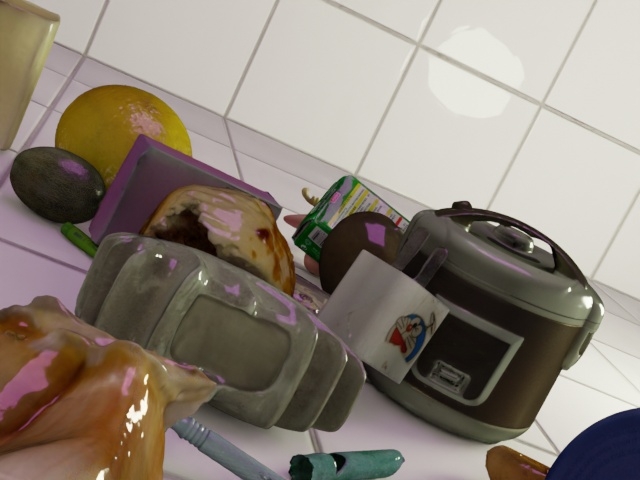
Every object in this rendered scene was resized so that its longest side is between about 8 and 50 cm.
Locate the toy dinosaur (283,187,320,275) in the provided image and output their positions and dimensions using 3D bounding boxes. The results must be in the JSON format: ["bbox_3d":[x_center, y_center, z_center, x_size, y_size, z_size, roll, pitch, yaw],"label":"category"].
[{"bbox_3d":[-0.004,0.004,2.146,0.177,0.152,0.194,-21,64,-43],"label":"toy dinosaur"}]

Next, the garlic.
[{"bbox_3d":[-0.232,0.172,0.705,0.286,0.249,0.313,41,31,-5],"label":"garlic"}]

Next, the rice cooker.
[{"bbox_3d":[0.255,0.120,1.626,0.335,0.325,0.335,25,12,-5],"label":"rice cooker"}]

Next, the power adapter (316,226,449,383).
[{"bbox_3d":[0.106,0.079,1.459,0.125,0.205,0.130,32,-2,45],"label":"power adapter"}]

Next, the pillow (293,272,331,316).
[{"bbox_3d":[-0.078,0.074,1.781,0.255,0.059,0.169,34,14,28],"label":"pillow"}]

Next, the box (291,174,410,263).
[{"bbox_3d":[0.087,0.006,2.042,0.250,0.103,0.180,40,51,-2],"label":"box"}]

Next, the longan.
[{"bbox_3d":[0.093,0.056,1.864,0.220,0.196,0.196,46,5,-20],"label":"longan"}]

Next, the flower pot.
[{"bbox_3d":[-0.116,0.117,1.273,0.367,0.165,0.254,26,-1,-19],"label":"flower pot"}]

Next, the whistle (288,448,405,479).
[{"bbox_3d":[0.036,0.272,1.229,0.039,0.039,0.186,35,15,38],"label":"whistle"}]

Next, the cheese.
[{"bbox_3d":[-0.629,-0.328,1.848,0.242,0.265,0.124,24,14,-8],"label":"cheese"}]

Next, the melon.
[{"bbox_3d":[-0.415,-0.087,1.635,0.167,0.114,0.114,23,12,0],"label":"melon"}]

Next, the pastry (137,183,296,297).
[{"bbox_3d":[-0.144,0.007,1.477,0.236,0.170,0.256,24,-31,-17],"label":"pastry"}]

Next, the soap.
[{"bbox_3d":[-0.214,-0.036,1.624,0.259,0.181,0.081,24,11,-31],"label":"soap"}]

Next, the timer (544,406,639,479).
[{"bbox_3d":[0.462,0.389,1.231,0.383,0.270,0.270,36,3,-38],"label":"timer"}]

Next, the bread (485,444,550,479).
[{"bbox_3d":[0.306,0.344,1.390,0.189,0.077,0.114,28,-8,15],"label":"bread"}]

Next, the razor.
[{"bbox_3d":[-0.074,0.238,1.067,0.232,0.106,0.068,34,12,-6],"label":"razor"}]

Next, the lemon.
[{"bbox_3d":[-0.343,-0.153,1.795,0.263,0.236,0.236,47,15,6],"label":"lemon"}]

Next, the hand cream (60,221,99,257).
[{"bbox_3d":[-0.352,0.010,1.568,0.122,0.023,0.036,33,5,26],"label":"hand cream"}]
